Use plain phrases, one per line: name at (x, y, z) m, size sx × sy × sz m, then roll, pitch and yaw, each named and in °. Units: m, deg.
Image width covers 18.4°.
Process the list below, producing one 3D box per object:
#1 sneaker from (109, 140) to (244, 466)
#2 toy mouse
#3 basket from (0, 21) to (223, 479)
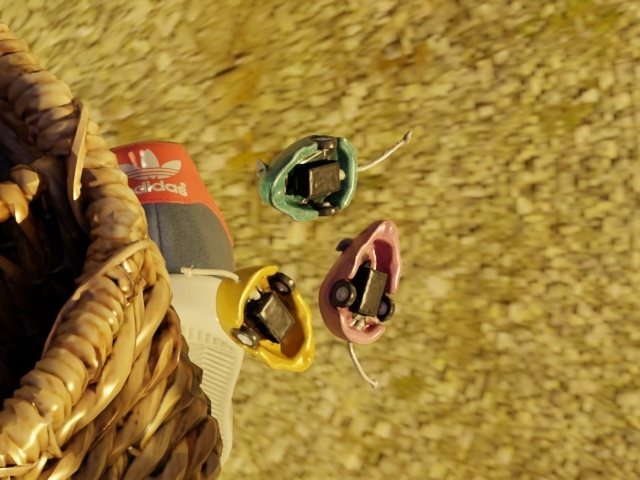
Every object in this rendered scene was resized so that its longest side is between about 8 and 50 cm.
sneaker at (-0.117, 0.055, 1.240) m, size 0.131 × 0.350 × 0.148 m, roll -1°, pitch 65°, yaw -17°
toy mouse at (0.000, 0.000, 0.953) m, size 0.161 × 0.031 × 0.143 m, roll 50°, pitch 61°, yaw -41°
basket at (-0.195, 0.046, 0.612) m, size 0.299 × 0.213 × 0.223 m, roll -34°, pitch 127°, yaw -29°
